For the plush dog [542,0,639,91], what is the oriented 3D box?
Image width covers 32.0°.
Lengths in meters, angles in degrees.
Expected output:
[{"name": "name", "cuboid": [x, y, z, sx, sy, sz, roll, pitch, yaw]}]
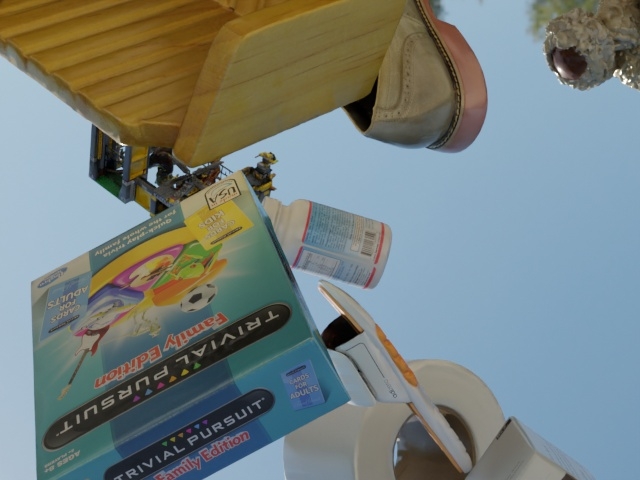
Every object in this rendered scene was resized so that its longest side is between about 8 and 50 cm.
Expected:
[{"name": "plush dog", "cuboid": [0.427, -0.267, 1.311, 0.262, 0.225, 0.211, 31, -130, -3]}]

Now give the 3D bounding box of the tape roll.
[{"name": "tape roll", "cuboid": [0.097, 0.272, 1.419, 0.246, 0.246, 0.169, -21, -173, -33]}]

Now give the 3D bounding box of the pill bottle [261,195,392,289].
[{"name": "pill bottle", "cuboid": [0.000, 0.000, 1.356, 0.160, 0.087, 0.087, 17, -158, -8]}]

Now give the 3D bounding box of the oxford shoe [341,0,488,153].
[{"name": "oxford shoe", "cuboid": [0.031, -0.252, 1.214, 0.146, 0.140, 0.397, -4, -135, -32]}]

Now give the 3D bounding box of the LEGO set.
[{"name": "LEGO set", "cuboid": [-0.229, -0.159, 1.855, 0.255, 0.192, 0.331, -22, -130, -36]}]

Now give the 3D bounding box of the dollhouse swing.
[{"name": "dollhouse swing", "cuboid": [-0.116, -0.308, 1.007, 0.315, 0.305, 0.346, -27, -130, -37]}]

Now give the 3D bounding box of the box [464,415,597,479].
[{"name": "box", "cuboid": [0.218, 0.314, 1.230, 0.119, 0.181, 0.182, 34, -177, 0]}]

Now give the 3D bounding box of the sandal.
[{"name": "sandal", "cuboid": [0.064, 0.161, 1.193, 0.076, 0.265, 0.102, -37, -173, -5]}]

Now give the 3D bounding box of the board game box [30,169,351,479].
[{"name": "board game box", "cuboid": [-0.139, 0.087, 1.039, 0.253, 0.079, 0.336, -29, -149, 0]}]
